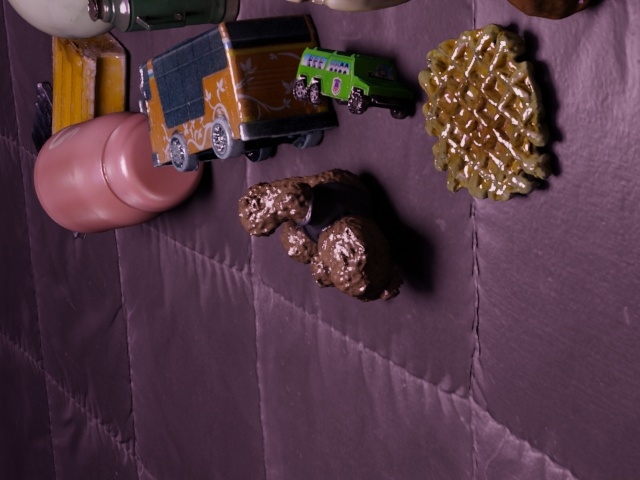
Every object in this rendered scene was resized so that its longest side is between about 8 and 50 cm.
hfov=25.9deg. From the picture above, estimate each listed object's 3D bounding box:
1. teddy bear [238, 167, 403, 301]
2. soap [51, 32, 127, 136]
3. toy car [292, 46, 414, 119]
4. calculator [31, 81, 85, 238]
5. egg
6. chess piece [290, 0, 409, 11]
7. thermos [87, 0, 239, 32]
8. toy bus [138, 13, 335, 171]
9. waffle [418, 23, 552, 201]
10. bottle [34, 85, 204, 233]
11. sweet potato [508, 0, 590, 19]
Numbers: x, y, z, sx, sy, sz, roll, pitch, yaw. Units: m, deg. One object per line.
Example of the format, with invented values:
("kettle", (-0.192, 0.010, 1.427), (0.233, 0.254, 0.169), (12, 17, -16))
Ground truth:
("teddy bear", (0.010, -0.018, 1.586), (0.129, 0.182, 0.251), (-58, 37, 3))
("soap", (-0.375, -0.212, 2.243), (0.160, 0.080, 0.257), (48, 141, 45))
("toy car", (0.037, -0.173, 1.523), (0.165, 0.071, 0.062), (23, 107, 57))
("calculator", (-0.466, -0.145, 2.502), (0.261, 0.021, 0.161), (62, 149, 27))
("egg", (-0.374, -0.409, 2.029), (0.282, 0.203, 0.203), (52, 143, 34))
("chess piece", (0.038, -0.437, 1.261), (0.234, 0.234, 0.442), (47, 144, 43))
("thermos", (-0.202, -0.299, 1.776), (0.073, 0.188, 0.083), (-31, 73, 61))
("toy bus", (-0.113, -0.178, 1.722), (0.275, 0.139, 0.167), (-11, 90, 60))
("waffle", (0.157, -0.120, 1.356), (0.183, 0.036, 0.169), (-9, 95, 62))
("bottle", (-0.290, -0.121, 2.038), (0.297, 0.173, 0.206), (-7, 75, 59))
("sweet potato", (0.133, -0.297, 1.191), (0.273, 0.075, 0.075), (51, 154, -11))
